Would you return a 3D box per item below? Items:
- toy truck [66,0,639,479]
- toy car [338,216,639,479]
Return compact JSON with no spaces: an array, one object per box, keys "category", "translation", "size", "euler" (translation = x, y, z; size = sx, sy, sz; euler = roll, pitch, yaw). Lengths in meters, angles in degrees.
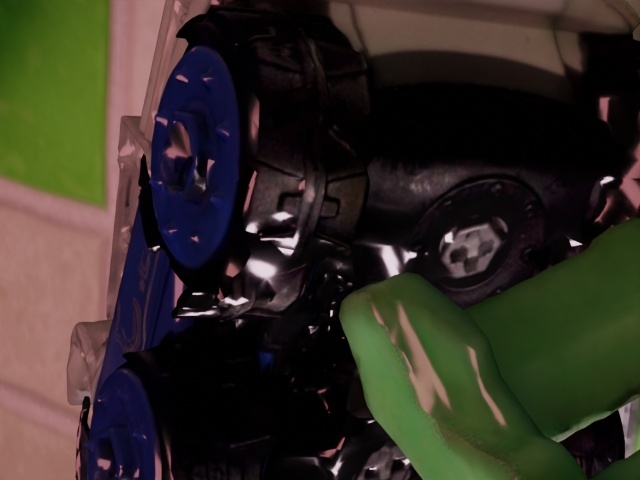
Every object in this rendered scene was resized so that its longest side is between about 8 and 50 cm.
[{"category":"toy truck","translation":[0.000,0.000,0.476],"size":[0.177,0.161,0.213],"euler":[49,130,51]},{"category":"toy car","translation":[0.159,0.141,0.317],"size":[0.358,0.213,0.176],"euler":[66,156,-2]}]
